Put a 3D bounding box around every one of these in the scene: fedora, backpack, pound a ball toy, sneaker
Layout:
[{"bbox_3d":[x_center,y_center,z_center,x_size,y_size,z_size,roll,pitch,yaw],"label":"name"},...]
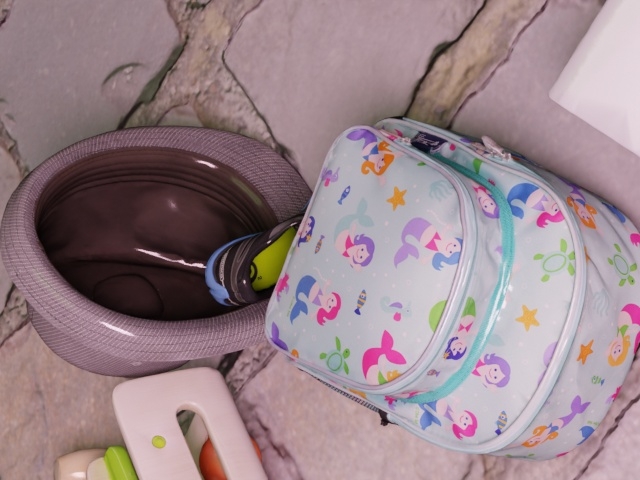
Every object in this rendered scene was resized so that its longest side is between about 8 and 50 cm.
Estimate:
[{"bbox_3d":[-0.138,0.026,1.470,0.243,0.275,0.124,55,143,26],"label":"fedora"},{"bbox_3d":[0.100,0.037,1.261,0.253,0.191,0.225,27,98,38],"label":"backpack"},{"bbox_3d":[-0.100,0.256,1.452,0.319,0.136,0.208,63,147,32],"label":"pound a ball toy"},{"bbox_3d":[0.000,0.000,1.383,0.078,0.188,0.067,17,134,61],"label":"sneaker"}]

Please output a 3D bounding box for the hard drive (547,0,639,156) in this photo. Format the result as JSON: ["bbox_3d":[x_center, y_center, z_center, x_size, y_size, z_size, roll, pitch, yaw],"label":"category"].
[{"bbox_3d":[0.315,-0.170,1.143,0.203,0.040,0.307,35,106,14],"label":"hard drive"}]
